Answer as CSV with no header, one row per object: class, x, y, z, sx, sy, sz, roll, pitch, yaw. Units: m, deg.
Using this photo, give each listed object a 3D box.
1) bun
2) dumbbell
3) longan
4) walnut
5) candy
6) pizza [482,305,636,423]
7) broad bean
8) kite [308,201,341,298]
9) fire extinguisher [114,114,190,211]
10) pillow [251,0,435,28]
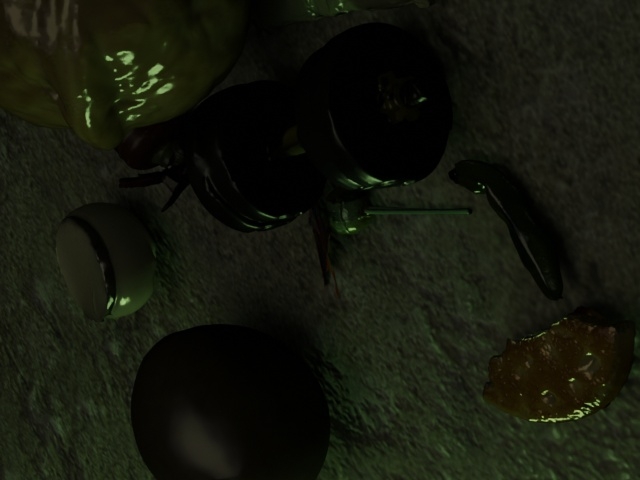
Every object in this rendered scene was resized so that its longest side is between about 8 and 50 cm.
bun,-0.296,0.024,2.082,0.172,0.119,0.173,31,132,42
dumbbell,-0.008,-0.122,1.653,0.388,0.185,0.185,-18,97,50
longan,-0.116,0.248,1.923,0.300,0.243,0.300,49,157,30
walnut,-0.254,-0.283,1.627,0.381,0.381,0.381,24,126,37
candy,0.091,-0.037,1.709,0.202,0.061,0.061,1,111,38
pizza,0.268,0.139,1.601,0.127,0.058,0.246,51,140,12
broad bean,0.211,-0.023,1.583,0.195,0.046,0.061,51,150,21
kite,0.000,0.000,1.799,0.190,0.010,0.159,91,161,-63
fire extinguisher,-0.275,-0.174,1.931,0.337,0.147,0.106,48,139,17
pillow,-0.017,-0.375,1.609,0.280,0.076,0.274,1,114,46
